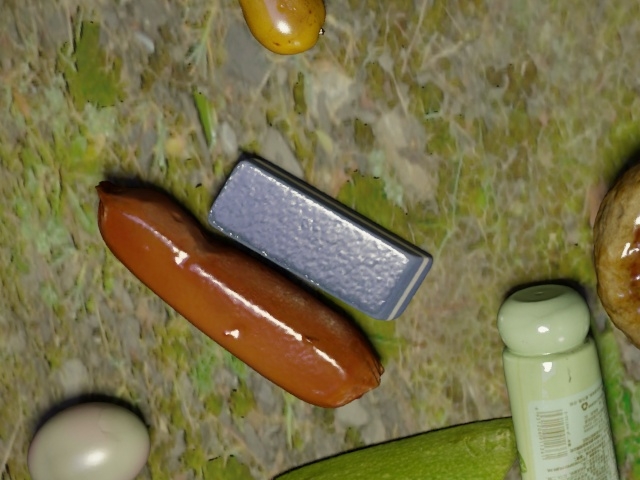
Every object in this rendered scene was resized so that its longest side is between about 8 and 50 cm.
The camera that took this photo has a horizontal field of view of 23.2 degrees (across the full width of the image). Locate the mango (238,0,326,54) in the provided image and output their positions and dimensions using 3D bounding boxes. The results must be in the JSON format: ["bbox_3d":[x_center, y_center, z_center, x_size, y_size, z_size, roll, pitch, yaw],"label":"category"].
[{"bbox_3d":[-0.044,-0.231,1.500,0.080,0.060,0.114,-40,95,15],"label":"mango"}]

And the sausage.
[{"bbox_3d":[-0.090,0.057,1.581,0.348,0.097,0.094,34,102,-3],"label":"sausage"}]

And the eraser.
[{"bbox_3d":[0.000,0.000,1.581,0.225,0.036,0.082,30,110,-2],"label":"eraser"}]

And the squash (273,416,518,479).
[{"bbox_3d":[0.095,0.319,1.635,0.288,0.111,0.203,-13,107,10],"label":"squash"}]

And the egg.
[{"bbox_3d":[-0.245,0.224,1.653,0.135,0.103,0.103,-20,104,11],"label":"egg"}]

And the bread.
[{"bbox_3d":[0.368,0.009,1.488,0.230,0.123,0.230,2,112,4],"label":"bread"}]

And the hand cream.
[{"bbox_3d":[0.248,0.197,1.574,0.093,0.147,0.306,3,110,50],"label":"hand cream"}]
